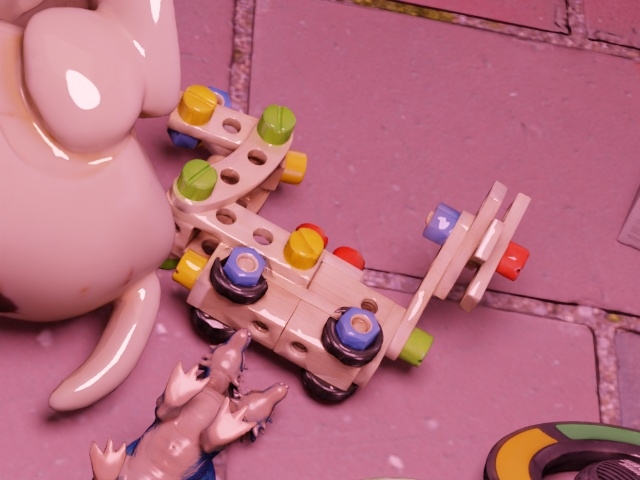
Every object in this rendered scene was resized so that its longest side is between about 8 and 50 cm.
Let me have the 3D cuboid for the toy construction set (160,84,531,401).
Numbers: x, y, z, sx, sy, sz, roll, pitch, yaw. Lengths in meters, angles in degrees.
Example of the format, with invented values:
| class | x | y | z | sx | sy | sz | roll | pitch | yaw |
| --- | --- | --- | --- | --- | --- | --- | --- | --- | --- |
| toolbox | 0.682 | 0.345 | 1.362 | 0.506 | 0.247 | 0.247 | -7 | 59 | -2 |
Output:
| class | x | y | z | sx | sy | sz | roll | pitch | yaw |
| --- | --- | --- | --- | --- | --- | --- | --- | --- | --- |
| toy construction set | 0.000 | 0.000 | 1.572 | 0.328 | 0.151 | 0.215 | 19 | 48 | 12 |

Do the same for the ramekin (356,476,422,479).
| class | x | y | z | sx | sy | sz | roll | pitch | yaw |
| --- | --- | --- | --- | --- | --- | --- | --- | --- | --- |
| ramekin | 0.042 | 0.303 | 1.259 | 0.303 | 0.148 | 0.303 | 16 | 54 | -23 |

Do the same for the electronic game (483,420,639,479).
| class | x | y | z | sx | sy | sz | roll | pitch | yaw |
| --- | --- | --- | --- | --- | --- | --- | --- | --- | --- |
| electronic game | 0.239 | 0.199 | 1.489 | 0.229 | 0.048 | 0.229 | 9 | 20 | -3 |

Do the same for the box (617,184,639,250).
| class | x | y | z | sx | sy | sz | roll | pitch | yaw |
| --- | --- | --- | --- | --- | --- | --- | --- | --- | --- |
| box | 0.336 | -0.035 | 1.727 | 0.101 | 0.102 | 0.087 | 26 | 52 | 4 |

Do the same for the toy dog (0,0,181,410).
| class | x | y | z | sx | sy | sz | roll | pitch | yaw |
| --- | --- | --- | --- | --- | --- | --- | --- | --- | --- |
| toy dog | -0.335 | -0.047 | 1.431 | 0.408 | 0.284 | 0.395 | -12 | 94 | -33 |

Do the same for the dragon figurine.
| class | x | y | z | sx | sy | sz | roll | pitch | yaw |
| --- | --- | --- | --- | --- | --- | --- | --- | --- | --- |
| dragon figurine | -0.120 | 0.176 | 1.421 | 0.085 | 0.144 | 0.289 | 36 | 70 | 9 |
